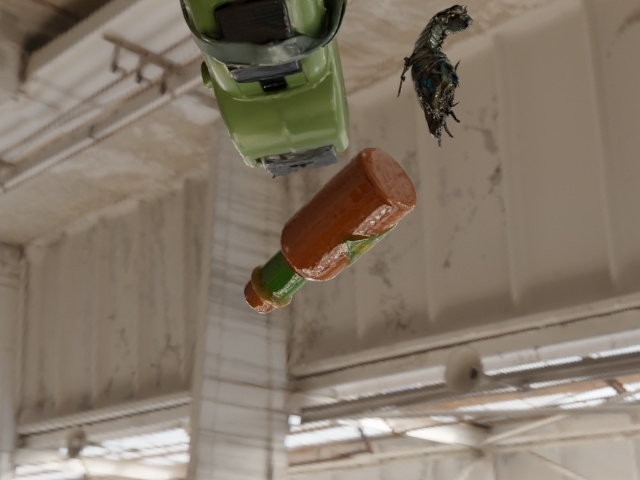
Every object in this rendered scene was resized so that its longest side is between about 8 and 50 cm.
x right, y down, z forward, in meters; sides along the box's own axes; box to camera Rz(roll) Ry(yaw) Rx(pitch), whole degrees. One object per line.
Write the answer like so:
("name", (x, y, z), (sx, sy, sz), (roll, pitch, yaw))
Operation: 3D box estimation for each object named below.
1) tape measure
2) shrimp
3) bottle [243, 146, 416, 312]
("tape measure", (-0.033, -0.163, 0.655), (0.106, 0.175, 0.200), (-8, -107, 5))
("shrimp", (0.128, -0.182, 1.162), (0.076, 0.082, 0.174), (-8, -128, 29))
("bottle", (0.000, 0.000, 0.915), (0.187, 0.069, 0.069), (-42, -133, 32))
